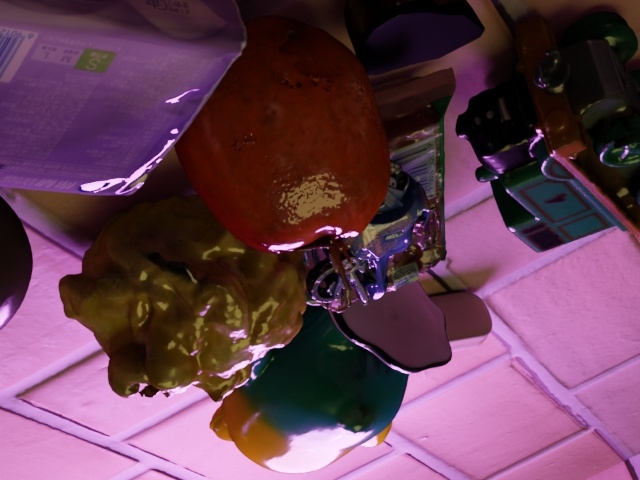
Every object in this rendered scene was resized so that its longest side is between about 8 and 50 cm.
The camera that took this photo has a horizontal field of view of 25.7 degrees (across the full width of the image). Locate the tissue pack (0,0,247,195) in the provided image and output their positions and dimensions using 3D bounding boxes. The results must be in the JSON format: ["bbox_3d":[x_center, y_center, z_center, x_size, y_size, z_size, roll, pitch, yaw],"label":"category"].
[{"bbox_3d":[-0.264,-0.169,1.204,0.338,0.160,0.242,5,143,-40],"label":"tissue pack"}]

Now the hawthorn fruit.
[{"bbox_3d":[-0.024,-0.073,1.404,0.211,0.299,0.211,-24,180,0],"label":"hawthorn fruit"}]

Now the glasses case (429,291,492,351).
[{"bbox_3d":[0.158,0.127,2.061,0.196,0.083,0.050,-6,147,-23],"label":"glasses case"}]

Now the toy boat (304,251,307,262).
[{"bbox_3d":[0.000,0.000,1.763,0.061,0.060,0.137,-3,151,19],"label":"toy boat"}]

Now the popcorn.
[{"bbox_3d":[-0.154,0.065,1.609,0.286,0.252,0.215,-3,-159,20],"label":"popcorn"}]

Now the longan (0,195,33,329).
[{"bbox_3d":[-0.398,0.027,1.411,0.220,0.196,0.196,-13,150,-27],"label":"longan"}]

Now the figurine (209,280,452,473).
[{"bbox_3d":[0.003,0.196,1.926,0.323,0.231,0.340,15,134,-29],"label":"figurine"}]

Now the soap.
[{"bbox_3d":[0.065,-0.053,1.628,0.218,0.098,0.273,-18,139,-10],"label":"soap"}]

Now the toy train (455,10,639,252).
[{"bbox_3d":[0.299,-0.113,1.675,0.249,0.178,0.429,-23,153,22],"label":"toy train"}]

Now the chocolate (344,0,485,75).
[{"bbox_3d":[0.083,-0.229,1.421,0.148,0.080,0.125,-6,160,-39],"label":"chocolate"}]

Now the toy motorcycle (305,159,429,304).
[{"bbox_3d":[0.058,-0.009,1.544,0.114,0.076,0.205,0,132,-32],"label":"toy motorcycle"}]
